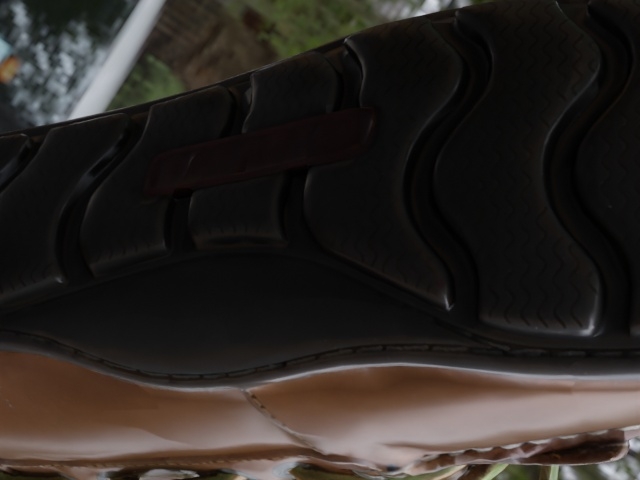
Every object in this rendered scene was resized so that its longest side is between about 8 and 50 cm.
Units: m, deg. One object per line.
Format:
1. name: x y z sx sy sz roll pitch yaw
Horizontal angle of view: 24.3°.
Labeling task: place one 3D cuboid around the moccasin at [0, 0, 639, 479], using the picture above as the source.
1. moccasin: 0.017 0.026 0.462 0.380 0.147 0.139 -12 -128 21
